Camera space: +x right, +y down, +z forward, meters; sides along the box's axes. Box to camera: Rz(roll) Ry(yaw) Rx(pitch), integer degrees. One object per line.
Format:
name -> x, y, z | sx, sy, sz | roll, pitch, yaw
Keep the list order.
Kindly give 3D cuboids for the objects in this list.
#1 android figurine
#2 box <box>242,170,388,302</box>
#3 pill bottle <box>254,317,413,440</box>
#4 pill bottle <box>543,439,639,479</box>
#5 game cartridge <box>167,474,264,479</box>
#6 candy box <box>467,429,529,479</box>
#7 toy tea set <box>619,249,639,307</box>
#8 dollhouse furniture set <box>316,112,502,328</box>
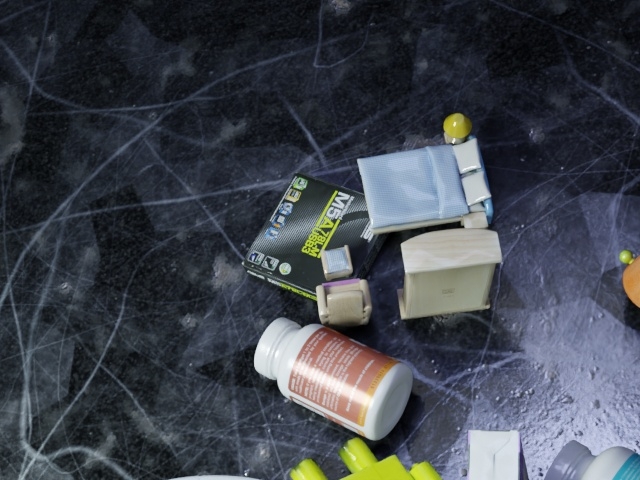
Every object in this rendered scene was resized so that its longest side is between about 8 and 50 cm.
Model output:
android figurine -> 0.080, 0.395, 1.769 | 0.248, 0.056, 0.273 | -18, 52, -28
box -> 0.000, 0.000, 2.054 | 0.184, 0.045, 0.190 | 21, 68, 24
pill bottle -> 0.016, 0.195, 1.897 | 0.216, 0.121, 0.121 | 24, 70, 24
pill bottle -> 0.422, 0.365, 1.691 | 0.264, 0.146, 0.146 | 30, 72, 25
game cartridge -> -0.109, 0.436, 1.836 | 0.294, 0.060, 0.196 | 6, 59, 17
candy box -> 0.236, 0.360, 1.709 | 0.070, 0.196, 0.165 | -2, 62, 12
toy tea set -> 0.556, 0.132, 1.831 | 0.200, 0.124, 0.336 | 1, 53, -20
dollhouse furniture set -> 0.120, -0.056, 1.928 | 0.286, 0.198, 0.303 | -7, 66, -2
